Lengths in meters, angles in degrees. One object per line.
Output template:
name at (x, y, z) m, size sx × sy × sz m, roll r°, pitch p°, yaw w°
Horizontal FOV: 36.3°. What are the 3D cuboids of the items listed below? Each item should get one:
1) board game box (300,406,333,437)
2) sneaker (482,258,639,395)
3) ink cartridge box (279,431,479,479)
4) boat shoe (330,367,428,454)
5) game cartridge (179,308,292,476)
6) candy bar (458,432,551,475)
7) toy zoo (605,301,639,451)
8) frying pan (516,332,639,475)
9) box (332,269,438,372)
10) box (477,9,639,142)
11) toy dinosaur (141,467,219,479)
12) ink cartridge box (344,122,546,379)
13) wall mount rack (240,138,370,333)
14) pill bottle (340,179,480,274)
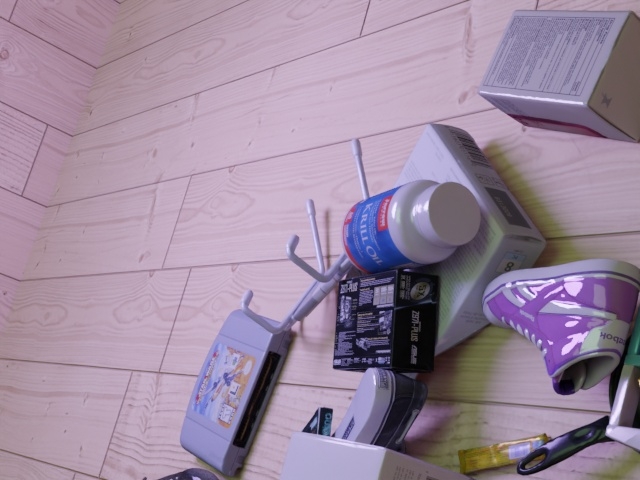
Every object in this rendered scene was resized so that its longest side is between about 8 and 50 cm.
board game box at (-0.016, 0.353, 1.565) m, size 0.186 × 0.026 × 0.126 m, roll 116°, pitch 162°, yaw -61°
sneaker at (0.292, 0.122, 1.280) m, size 0.282 × 0.102 × 0.161 m, roll -26°, pitch 48°, yaw 65°
ink cartridge box at (0.096, 0.383, 1.257) m, size 0.197 × 0.270 × 0.198 m, roll -5°, pitch 65°, yaw 53°
boat shoe at (0.078, 0.312, 1.479) m, size 0.108 × 0.102 × 0.301 m, roll -96°, pitch 23°, yaw -54°
game cartridge at (-0.169, 0.282, 1.870) m, size 0.198 × 0.062 × 0.297 m, roll 12°, pitch 78°, yaw 51°
candy bar at (0.249, 0.294, 1.337) m, size 0.161 × 0.018 × 0.040 m, roll -25°, pitch 53°, yaw 42°
toy zoo at (0.434, 0.142, 1.103) m, size 0.192 × 0.030 × 0.293 m, roll -1°, pitch 64°, yaw 51°
frying pan at (0.394, 0.220, 1.160) m, size 0.326 × 0.053 × 0.197 m, roll -55°, pitch 35°, yaw 12°
box at (0.098, 0.129, 1.508) m, size 0.180 × 0.077 × 0.147 m, roll -16°, pitch 67°, yaw 61°
box at (0.371, -0.245, 1.433) m, size 0.232 × 0.127 × 0.148 m, roll 22°, pitch 86°, yaw 56°
toy dinosaur at (-0.221, 0.485, 1.778) m, size 0.160 × 0.121 × 0.313 m, roll -55°, pitch 28°, yaw -9°
ink cartridge box at (0.176, 0.052, 1.569) m, size 0.385 × 0.091 × 0.308 m, roll -64°, pitch 31°, yaw 30°
wall mount rack at (0.000, 0.000, 1.715) m, size 0.304 × 0.130 × 0.350 m, roll -54°, pitch 3°, yaw -41°
pill bottle at (0.133, -0.022, 1.442) m, size 0.221 × 0.124 × 0.124 m, roll -20°, pitch 52°, yaw 60°
